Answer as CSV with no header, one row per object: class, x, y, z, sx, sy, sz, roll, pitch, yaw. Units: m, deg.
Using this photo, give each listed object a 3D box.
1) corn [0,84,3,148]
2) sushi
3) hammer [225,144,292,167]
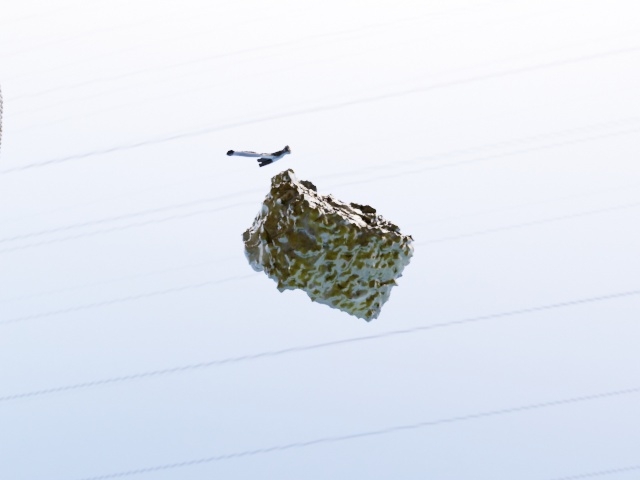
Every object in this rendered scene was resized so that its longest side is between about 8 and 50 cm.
corn,-0.769,-0.214,1.560,0.120,0.120,0.363,-2,-101,11
sushi,0.000,0.000,1.714,0.351,0.240,0.396,19,-167,-23
hammer,-0.185,-0.235,1.960,0.103,0.029,0.246,-25,172,30
